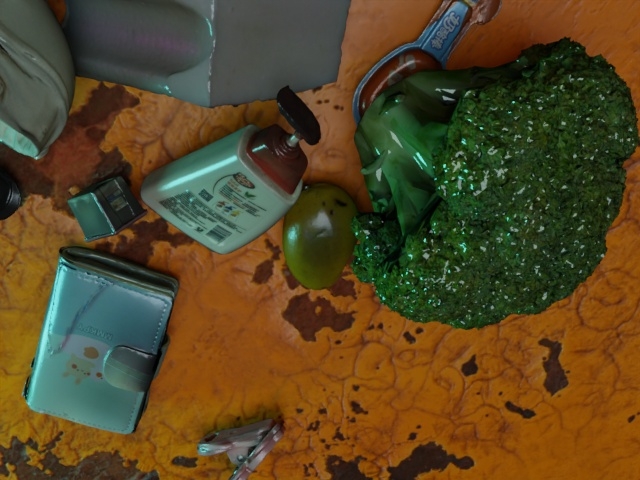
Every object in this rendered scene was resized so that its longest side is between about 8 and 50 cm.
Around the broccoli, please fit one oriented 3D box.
[{"bbox_3d":[0.192,-0.065,0.920,0.321,0.413,0.310,-10,73,-10],"label":"broccoli"}]

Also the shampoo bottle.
[{"bbox_3d":[-0.090,-0.083,0.958,0.153,0.071,0.284,37,139,-19],"label":"shampoo bottle"}]

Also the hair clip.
[{"bbox_3d":[-0.106,0.329,1.200,0.138,0.123,0.102,-18,95,9],"label":"hair clip"}]

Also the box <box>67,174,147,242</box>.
[{"bbox_3d":[-0.276,-0.041,1.025,0.084,0.060,0.063,-10,116,47],"label":"box"}]

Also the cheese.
[{"bbox_3d":[0.128,-0.221,1.000,0.106,0.037,0.256,29,110,-17],"label":"cheese"}]

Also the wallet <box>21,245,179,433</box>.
[{"bbox_3d":[-0.303,0.144,1.116,0.176,0.075,0.250,18,113,-8],"label":"wallet"}]

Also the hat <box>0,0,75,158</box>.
[{"bbox_3d":[-0.338,-0.252,0.886,0.168,0.258,0.301,14,95,-40],"label":"hat"}]

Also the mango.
[{"bbox_3d":[0.000,0.000,1.074,0.103,0.076,0.161,-2,123,-11],"label":"mango"}]

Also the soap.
[{"bbox_3d":[-0.144,-0.267,0.958,0.302,0.257,0.159,22,121,35],"label":"soap"}]

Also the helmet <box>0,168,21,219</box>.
[{"bbox_3d":[-0.430,-0.065,1.024,0.065,0.049,0.084,-54,140,-17],"label":"helmet"}]
